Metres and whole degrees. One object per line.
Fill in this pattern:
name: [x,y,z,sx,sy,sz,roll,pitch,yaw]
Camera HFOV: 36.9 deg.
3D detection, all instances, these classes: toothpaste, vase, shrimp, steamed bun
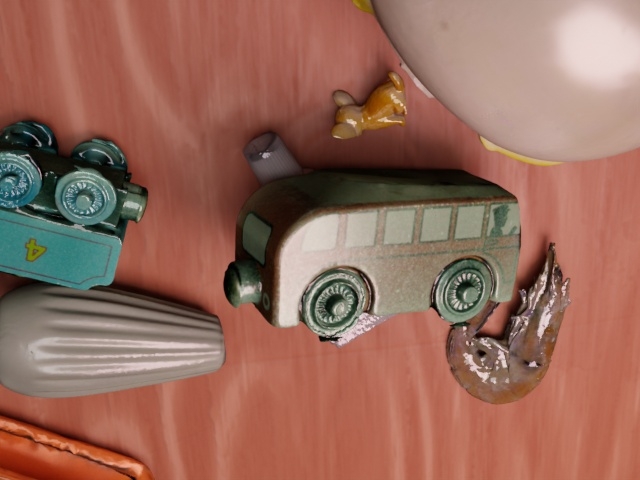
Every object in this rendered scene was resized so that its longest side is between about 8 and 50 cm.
toothpaste: [-0.002,0.000,1.076,0.099,0.068,0.282,-13,124,31]
vase: [-0.231,0.112,1.069,0.248,0.128,0.128,3,113,-16]
shrimp: [0.225,0.099,1.144,0.126,0.047,0.223,14,113,0]
steamed bun: [0.212,-0.248,0.851,0.334,0.334,0.374,-40,111,12]

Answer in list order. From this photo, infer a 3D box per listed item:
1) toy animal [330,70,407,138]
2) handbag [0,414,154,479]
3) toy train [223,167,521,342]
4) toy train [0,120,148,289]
toy animal: [0.048,-0.142,1.019,0.083,0.060,0.081,-9,153,-2]
handbag: [-0.426,0.353,1.159,0.410,0.116,0.303,21,113,-12]
toy train: [0.057,0.007,0.997,0.326,0.129,0.159,-4,109,-25]
toy train: [-0.287,-0.036,1.010,0.198,0.107,0.154,14,118,-11]
